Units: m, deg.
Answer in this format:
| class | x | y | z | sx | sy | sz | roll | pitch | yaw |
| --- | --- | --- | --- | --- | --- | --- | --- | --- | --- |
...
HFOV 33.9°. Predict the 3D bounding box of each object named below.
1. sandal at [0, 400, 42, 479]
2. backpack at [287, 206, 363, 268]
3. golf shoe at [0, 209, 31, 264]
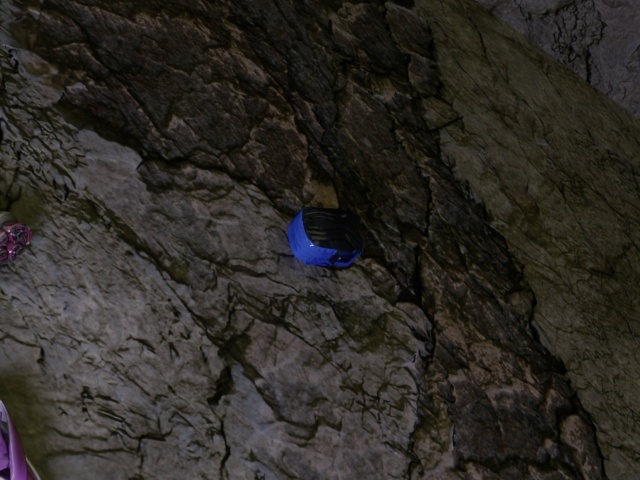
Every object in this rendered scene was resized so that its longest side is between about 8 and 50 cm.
| class | x | y | z | sx | sy | sz | roll | pitch | yaw |
| --- | --- | --- | --- | --- | --- | --- | --- | --- | --- |
| sandal | -0.421 | 0.222 | 1.222 | 0.169 | 0.102 | 0.416 | -18 | 72 | -51 |
| backpack | 0.000 | 0.000 | 1.847 | 0.120 | 0.101 | 0.098 | 8 | 51 | -37 |
| golf shoe | -0.478 | 0.011 | 1.392 | 0.086 | 0.068 | 0.186 | 30 | 33 | 19 |
